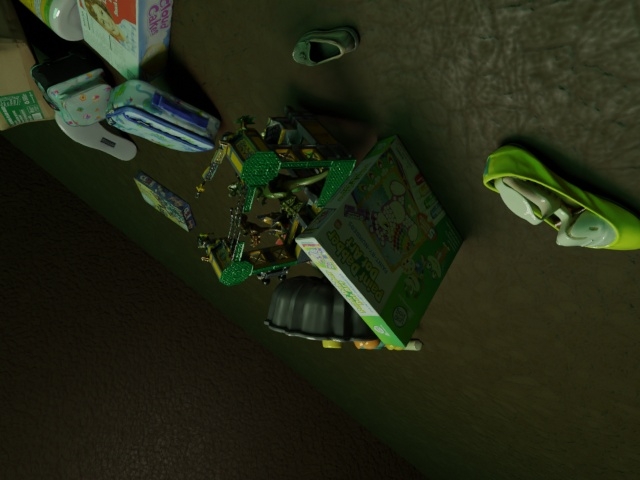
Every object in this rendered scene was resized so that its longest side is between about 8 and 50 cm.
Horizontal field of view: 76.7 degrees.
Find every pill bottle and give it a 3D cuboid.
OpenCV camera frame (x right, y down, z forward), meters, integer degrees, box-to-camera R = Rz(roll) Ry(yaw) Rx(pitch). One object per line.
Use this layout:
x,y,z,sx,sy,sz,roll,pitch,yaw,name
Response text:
-0.565,-0.538,0.803,0.246,0.136,0.136,42,154,-7,pill bottle

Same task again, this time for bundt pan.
0.024,0.160,1.042,0.331,0.124,0.331,3,180,0,bundt pan

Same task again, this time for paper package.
-0.869,-0.515,1.082,0.309,0.168,0.325,65,154,8,paper package

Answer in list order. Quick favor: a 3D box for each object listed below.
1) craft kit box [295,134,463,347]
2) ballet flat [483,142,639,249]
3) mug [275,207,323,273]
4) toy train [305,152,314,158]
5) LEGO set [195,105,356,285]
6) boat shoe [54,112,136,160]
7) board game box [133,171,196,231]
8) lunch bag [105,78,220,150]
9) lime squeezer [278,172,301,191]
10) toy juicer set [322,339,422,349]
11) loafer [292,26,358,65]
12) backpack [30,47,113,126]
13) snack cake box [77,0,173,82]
0.114,0.000,0.667,0.250,0.246,0.061,50,153,-23,craft kit box
0.315,-0.039,0.536,0.231,0.077,0.077,36,154,6,ballet flat
-0.006,0.008,0.993,0.169,0.113,0.150,37,156,-4,mug
-0.034,-0.177,0.836,0.083,0.017,0.023,-6,120,56,toy train
-0.103,-0.094,0.724,0.192,0.255,0.331,53,146,33,LEGO set
-0.724,-0.351,1.304,0.088,0.096,0.267,35,-174,32,boat shoe
-0.607,-0.149,1.590,0.243,0.042,0.165,34,154,11,board game box
-0.350,-0.270,0.908,0.176,0.090,0.219,7,173,43,lunch bag
-0.041,-0.103,0.907,0.310,0.059,0.110,37,147,5,lime squeezer
0.176,0.271,1.175,0.209,0.089,0.329,-12,160,44,toy juicer set
-0.002,-0.283,0.598,0.125,0.039,0.045,10,143,44,loafer
-0.661,-0.401,1.116,0.144,0.166,0.188,50,156,-2,backpack
-0.377,-0.438,0.777,0.152,0.089,0.264,44,154,-8,snack cake box
